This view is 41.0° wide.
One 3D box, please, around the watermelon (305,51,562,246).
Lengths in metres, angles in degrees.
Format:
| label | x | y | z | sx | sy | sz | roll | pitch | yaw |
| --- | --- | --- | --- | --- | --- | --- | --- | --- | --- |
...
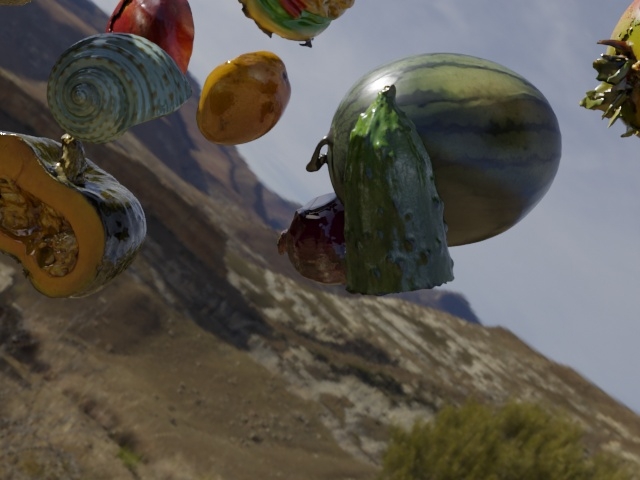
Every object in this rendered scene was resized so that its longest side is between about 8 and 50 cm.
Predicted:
| label | x | y | z | sx | sy | sz | roll | pitch | yaw |
| --- | --- | --- | --- | --- | --- | --- | --- | --- | --- |
| watermelon | 0.163 | -0.129 | 1.234 | 0.359 | 0.279 | 0.279 | 3 | 8 | -12 |

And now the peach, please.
| label | x | y | z | sx | sy | sz | roll | pitch | yaw |
| --- | --- | --- | --- | --- | --- | --- | --- | --- | --- |
| peach | -0.316 | -0.360 | 1.529 | 0.068 | 0.189 | 0.279 | 24 | 39 | -59 |

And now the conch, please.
| label | x | y | z | sx | sy | sz | roll | pitch | yaw |
| --- | --- | --- | --- | --- | --- | --- | --- | --- | --- |
| conch | -0.276 | -0.216 | 1.148 | 0.200 | 0.172 | 0.131 | -87 | 153 | -59 |

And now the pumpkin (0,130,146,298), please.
| label | x | y | z | sx | sy | sz | roll | pitch | yaw |
| --- | --- | --- | --- | --- | --- | --- | --- | --- | --- |
| pumpkin | -0.405 | -0.059 | 1.393 | 0.325 | 0.242 | 0.232 | 37 | 18 | 16 |

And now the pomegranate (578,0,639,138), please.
| label | x | y | z | sx | sy | sz | roll | pitch | yaw |
| --- | --- | --- | --- | --- | --- | --- | --- | --- | --- |
| pomegranate | 0.422 | -0.200 | 0.987 | 0.210 | 0.235 | 0.210 | 166 | -90 | -84 |

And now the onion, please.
| label | x | y | z | sx | sy | sz | roll | pitch | yaw |
| --- | --- | --- | --- | --- | --- | --- | --- | --- | --- |
| onion | -0.003 | -0.014 | 1.425 | 0.198 | 0.173 | 0.135 | 7 | -56 | 31 |

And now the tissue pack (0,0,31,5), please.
| label | x | y | z | sx | sy | sz | roll | pitch | yaw |
| --- | --- | --- | --- | --- | --- | --- | --- | --- | --- |
| tissue pack | -0.537 | -0.521 | 1.171 | 0.293 | 0.228 | 0.382 | -131 | -148 | -77 |

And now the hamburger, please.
| label | x | y | z | sx | sy | sz | roll | pitch | yaw |
| --- | --- | --- | --- | --- | --- | --- | --- | --- | --- |
| hamburger | -0.039 | -0.453 | 1.409 | 0.237 | 0.149 | 0.237 | 24 | 50 | -32 |

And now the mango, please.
| label | x | y | z | sx | sy | sz | roll | pitch | yaw |
| --- | --- | --- | --- | --- | --- | --- | --- | --- | --- |
| mango | -0.136 | -0.226 | 1.440 | 0.141 | 0.217 | 0.102 | 3 | 64 | -40 |

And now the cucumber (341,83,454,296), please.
| label | x | y | z | sx | sy | sz | roll | pitch | yaw |
| --- | --- | --- | --- | --- | --- | --- | --- | --- | --- |
| cucumber | 0.083 | -0.059 | 1.007 | 0.134 | 0.134 | 0.245 | -145 | -131 | -77 |
